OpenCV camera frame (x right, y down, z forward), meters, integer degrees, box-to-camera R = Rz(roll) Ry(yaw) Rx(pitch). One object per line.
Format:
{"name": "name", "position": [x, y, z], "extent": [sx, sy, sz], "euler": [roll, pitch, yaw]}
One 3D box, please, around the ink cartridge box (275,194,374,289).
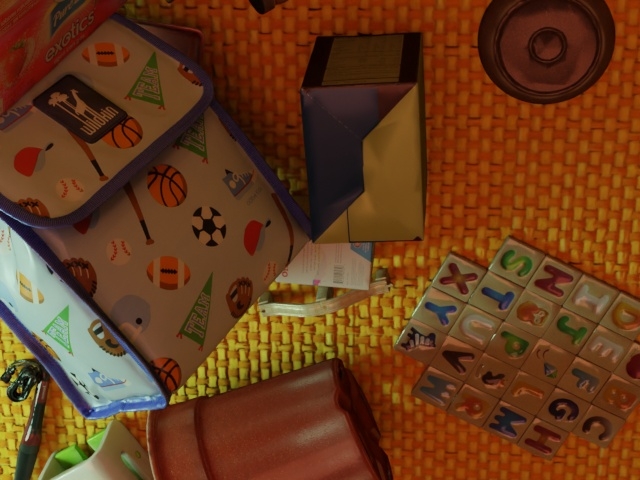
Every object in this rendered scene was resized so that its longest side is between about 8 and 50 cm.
{"name": "ink cartridge box", "position": [0.000, 0.000, 1.702], "extent": [0.143, 0.090, 0.092], "euler": [6, 116, 4]}

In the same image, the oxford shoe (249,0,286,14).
{"name": "oxford shoe", "position": [-0.083, -0.383, 1.549], "extent": [0.076, 0.076, 0.212], "euler": [-29, 109, -14]}

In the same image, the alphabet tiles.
{"name": "alphabet tiles", "position": [0.290, 0.155, 1.791], "extent": [0.343, 0.011, 0.285], "euler": [26, 115, -7]}

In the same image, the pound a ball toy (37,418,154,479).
{"name": "pound a ball toy", "position": [-0.302, 0.453, 1.930], "extent": [0.208, 0.135, 0.319], "euler": [-29, 109, 18]}

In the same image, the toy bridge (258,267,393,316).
{"name": "toy bridge", "position": [0.007, 0.077, 1.754], "extent": [0.188, 0.063, 0.026], "euler": [-12, 114, 12]}

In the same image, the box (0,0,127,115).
{"name": "box", "position": [-0.338, -0.287, 1.428], "extent": [0.154, 0.300, 0.142], "euler": [27, 139, 12]}

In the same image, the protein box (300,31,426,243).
{"name": "protein box", "position": [0.058, -0.128, 1.572], "extent": [0.136, 0.201, 0.199], "euler": [-1, 116, 7]}

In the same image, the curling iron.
{"name": "curling iron", "position": [-0.442, 0.291, 1.922], "extent": [0.068, 0.035, 0.274], "euler": [12, 116, 5]}

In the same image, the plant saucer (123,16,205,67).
{"name": "plant saucer", "position": [-0.282, -0.174, 1.673], "extent": [0.259, 0.047, 0.258], "euler": [9, 116, 1]}

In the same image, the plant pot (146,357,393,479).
{"name": "plant pot", "position": [-0.057, 0.299, 1.775], "extent": [0.265, 0.272, 0.272], "euler": [-24, 111, 7]}

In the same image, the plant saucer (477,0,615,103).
{"name": "plant saucer", "position": [0.277, -0.242, 1.590], "extent": [0.168, 0.029, 0.168], "euler": [3, 117, 5]}

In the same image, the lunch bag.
{"name": "lunch bag", "position": [-0.241, -0.041, 1.504], "extent": [0.239, 0.328, 0.385], "euler": [-19, 113, 49]}

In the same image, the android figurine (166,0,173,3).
{"name": "android figurine", "position": [-0.222, -0.412, 1.511], "extent": [0.248, 0.056, 0.273], "euler": [-22, 114, 41]}
